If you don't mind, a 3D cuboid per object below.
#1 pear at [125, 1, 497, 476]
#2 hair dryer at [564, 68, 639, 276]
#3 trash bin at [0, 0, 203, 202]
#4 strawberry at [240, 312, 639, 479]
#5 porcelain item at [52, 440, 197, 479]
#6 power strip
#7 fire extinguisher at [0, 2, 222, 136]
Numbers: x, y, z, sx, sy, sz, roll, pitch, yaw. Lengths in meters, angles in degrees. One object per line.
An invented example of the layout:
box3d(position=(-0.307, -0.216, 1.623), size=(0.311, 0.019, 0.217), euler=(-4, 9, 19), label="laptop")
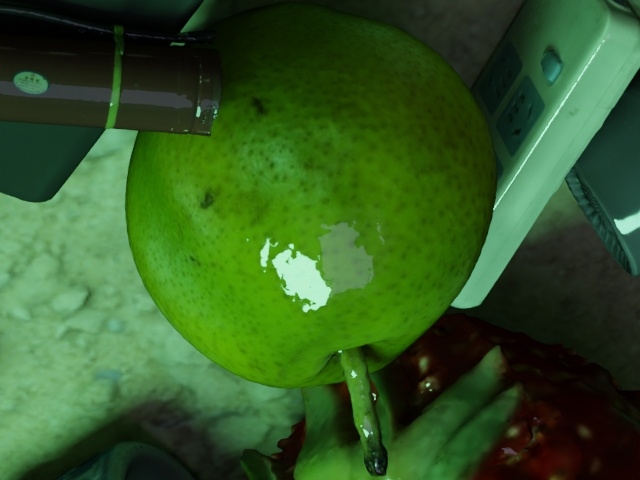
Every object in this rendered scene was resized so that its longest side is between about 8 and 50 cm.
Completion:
box3d(position=(0.000, 0.000, 0.764), size=(0.166, 0.216, 0.180), euler=(6, 150, -41), label="pear")
box3d(position=(0.307, -0.017, 0.917), size=(0.301, 0.121, 0.361), euler=(-30, 137, 0), label="hair dryer")
box3d(position=(-0.125, -0.145, 0.696), size=(0.165, 0.115, 0.225), euler=(21, 123, -28), label="trash bin")
box3d(position=(0.132, 0.178, 0.931), size=(0.343, 0.292, 0.292), euler=(6, 129, -46), label="strawberry")
box3d(position=(-0.116, 0.199, 0.930), size=(0.114, 0.147, 0.147), euler=(-32, 127, 12), label="porcelain item")
box3d(position=(0.099, -0.053, 0.830), size=(0.035, 0.081, 0.192), euler=(18, 121, -22), label="power strip")
box3d(position=(-0.107, -0.065, 0.670), size=(0.132, 0.039, 0.056), euler=(3, 101, -15), label="fire extinguisher")
